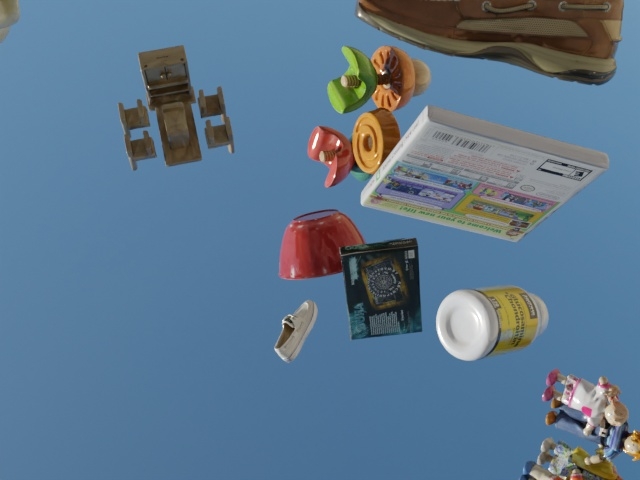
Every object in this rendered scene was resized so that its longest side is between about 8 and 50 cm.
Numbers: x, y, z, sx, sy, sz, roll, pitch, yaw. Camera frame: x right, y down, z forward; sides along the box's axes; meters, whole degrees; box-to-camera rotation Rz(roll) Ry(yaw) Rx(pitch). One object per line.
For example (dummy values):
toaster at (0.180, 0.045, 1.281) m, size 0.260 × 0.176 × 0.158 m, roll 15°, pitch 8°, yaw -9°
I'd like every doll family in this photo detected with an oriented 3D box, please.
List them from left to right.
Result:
doll family at (0.437, 0.328, 1.361) m, size 0.163 × 0.263 × 0.118 m, roll 23°, pitch -161°, yaw 41°

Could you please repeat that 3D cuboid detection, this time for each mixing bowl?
mixing bowl at (0.000, 0.000, 1.568) m, size 0.181 × 0.098 × 0.181 m, roll -12°, pitch -169°, yaw 2°

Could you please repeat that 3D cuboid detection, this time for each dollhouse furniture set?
dollhouse furniture set at (-0.305, -0.256, 1.784) m, size 0.212 × 0.161 × 0.242 m, roll -11°, pitch -113°, yaw -8°

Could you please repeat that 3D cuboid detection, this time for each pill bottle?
pill bottle at (0.263, 0.119, 1.267) m, size 0.184 × 0.103 × 0.103 m, roll -2°, pitch -136°, yaw -47°

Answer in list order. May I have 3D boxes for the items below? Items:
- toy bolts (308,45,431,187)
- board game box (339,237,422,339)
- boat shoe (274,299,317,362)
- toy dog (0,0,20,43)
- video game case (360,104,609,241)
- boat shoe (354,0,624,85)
toy bolts at (0.102, -0.167, 1.340) m, size 0.158 × 0.229 × 0.218 m, roll -6°, pitch -125°, yaw -27°
board game box at (0.102, 0.082, 1.405) m, size 0.126 × 0.186 × 0.026 m, roll -6°, pitch -144°, yaw 1°
boat shoe at (-0.036, 0.119, 1.183) m, size 0.035 × 0.035 × 0.100 m, roll 46°, pitch -125°, yaw -29°
toy dog at (-0.636, -0.368, 1.284) m, size 0.408 × 0.395 × 0.285 m, roll 21°, pitch -133°, yaw -78°
video game case at (0.176, -0.068, 0.955) m, size 0.212 × 0.193 × 0.023 m, roll 12°, pitch -118°, yaw -14°
boat shoe at (0.204, -0.275, 1.011) m, size 0.323 × 0.120 × 0.122 m, roll 11°, pitch -160°, yaw -6°
